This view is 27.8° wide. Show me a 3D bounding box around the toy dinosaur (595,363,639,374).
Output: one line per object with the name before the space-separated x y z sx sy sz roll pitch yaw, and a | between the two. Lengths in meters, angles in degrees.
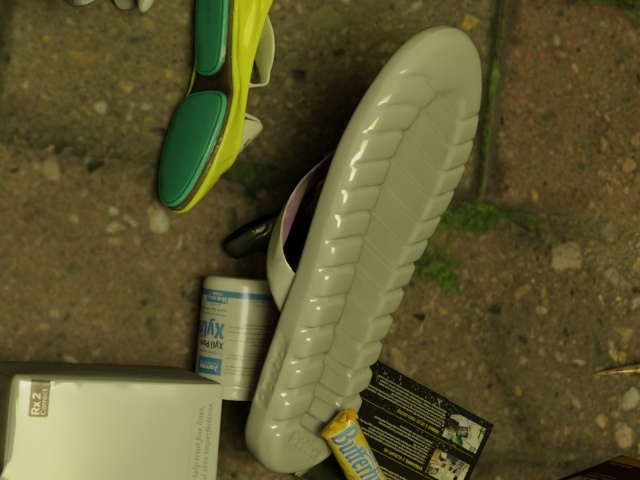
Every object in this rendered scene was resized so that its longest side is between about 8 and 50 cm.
toy dinosaur | 0.411 0.160 1.402 0.211 0.064 0.112 40 77 -21

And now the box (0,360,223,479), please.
box | -0.190 0.197 1.081 0.182 0.119 0.181 5 90 -26

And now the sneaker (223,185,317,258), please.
sneaker | -0.001 0.000 1.202 0.170 0.051 0.089 -30 101 -25

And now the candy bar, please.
candy bar | 0.037 0.206 1.168 0.040 0.018 0.161 -39 135 -15

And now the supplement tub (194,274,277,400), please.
supplement tub | -0.075 0.087 1.159 0.071 0.071 0.107 6 88 -26

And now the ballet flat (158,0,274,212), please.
ballet flat | -0.082 -0.132 1.151 0.077 0.077 0.231 14 84 -42

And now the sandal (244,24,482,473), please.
sandal | 0.013 0.000 1.119 0.169 0.102 0.416 16 97 -57

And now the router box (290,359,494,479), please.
router box | 0.065 0.197 1.245 0.179 0.046 0.133 31 79 -23

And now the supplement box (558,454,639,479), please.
supplement box | 0.287 0.345 1.311 0.194 0.129 0.191 -15 98 -25

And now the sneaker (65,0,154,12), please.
sneaker | -0.204 -0.254 1.015 0.297 0.111 0.129 4 101 -55
